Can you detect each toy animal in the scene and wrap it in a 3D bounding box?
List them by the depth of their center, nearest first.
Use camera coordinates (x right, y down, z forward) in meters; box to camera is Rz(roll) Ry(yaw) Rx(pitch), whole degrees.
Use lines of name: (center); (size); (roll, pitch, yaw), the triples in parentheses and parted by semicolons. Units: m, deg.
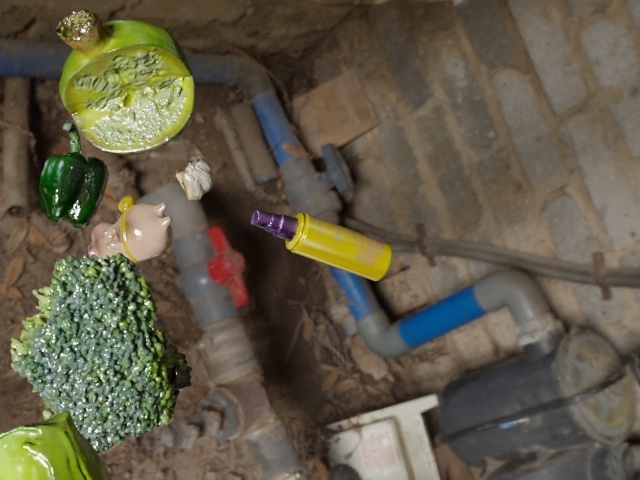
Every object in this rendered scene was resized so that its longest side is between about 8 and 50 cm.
toy animal: (-0.458, -0.004, 1.934); (0.149, 0.248, 0.165); (28, 36, -45)

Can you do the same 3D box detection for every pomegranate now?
pomegranate: (-0.217, -0.182, 0.870); (0.169, 0.143, 0.122); (55, 15, -32)

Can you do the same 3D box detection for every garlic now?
garlic: (-0.276, -0.141, 1.784); (0.074, 0.094, 0.113); (7, 57, -21)

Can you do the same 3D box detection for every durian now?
durian: (-0.248, 0.276, 0.720); (0.101, 0.139, 0.250); (-27, 124, -65)

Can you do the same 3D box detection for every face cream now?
face cream: (0.000, 0.000, 1.492); (0.273, 0.078, 0.078); (20, 55, -21)

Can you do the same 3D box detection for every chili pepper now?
chili pepper: (-0.621, -0.165, 2.026); (0.165, 0.174, 0.260); (11, 76, -6)

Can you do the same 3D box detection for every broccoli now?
broccoli: (-0.406, 0.221, 1.466); (0.277, 0.317, 0.338); (-33, 82, -21)
